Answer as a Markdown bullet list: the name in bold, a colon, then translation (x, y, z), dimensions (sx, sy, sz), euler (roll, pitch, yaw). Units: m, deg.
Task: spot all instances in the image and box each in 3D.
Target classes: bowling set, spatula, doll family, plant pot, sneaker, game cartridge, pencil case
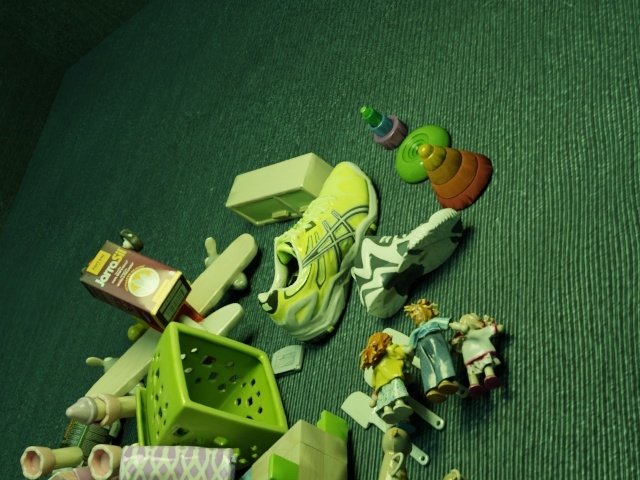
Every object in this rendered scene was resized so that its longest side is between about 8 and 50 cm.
- **bowling set**: translation (0.163, 0.386, 1.195), dimensions (0.287, 0.200, 0.154), euler (96, -178, -49)
- **spatula**: translation (0.134, 0.251, 1.443), dimensions (0.168, 0.019, 0.242), euler (-57, 33, -3)
- **doll family**: translation (0.151, 0.181, 1.365), dimensions (0.263, 0.118, 0.163), euler (-35, 41, 26)
- **plant pot**: translation (-0.222, 0.321, 1.654), dimensions (0.207, 0.227, 0.228), euler (-53, 32, 24)
- **sneaker**: translation (0.138, 0.009, 1.573), dimensions (0.235, 0.094, 0.153), euler (-56, 40, 19)
- **game cartridge**: translation (-0.063, 0.232, 1.714), dimensions (0.083, 0.017, 0.056), euler (-21, 50, 42)
- **pencil case**: translation (-0.243, 0.398, 1.508), dimensions (0.086, 0.206, 0.088), euler (92, 180, -47)
- **sneaker**: translation (0.000, 0.000, 1.712), dimensions (0.145, 0.147, 0.384), euler (-16, 49, 47)

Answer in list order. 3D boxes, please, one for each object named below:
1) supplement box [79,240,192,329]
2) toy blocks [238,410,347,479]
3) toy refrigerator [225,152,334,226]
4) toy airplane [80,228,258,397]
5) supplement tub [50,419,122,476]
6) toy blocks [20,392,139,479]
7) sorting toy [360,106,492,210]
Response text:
- **supplement box**: translation (-0.368, 0.089, 1.766), dimensions (0.188, 0.080, 0.104), euler (21, 66, 20)
- **toy blocks**: translation (-0.071, 0.478, 1.391), dimensions (0.261, 0.191, 0.381), euler (-48, 23, 29)
- **toy refrigerator**: translation (-0.083, -0.104, 1.948), dimensions (0.270, 0.102, 0.094), euler (-11, 54, 47)
- **toy airplane**: translation (-0.316, 0.172, 1.916), dimensions (0.386, 0.272, 0.384), euler (-8, 59, 4)
- **supplement tub**: translation (-0.529, 0.463, 2.020), dimensions (0.117, 0.117, 0.190), euler (-7, 57, 50)
- **toy blocks**: translation (-0.451, 0.480, 1.669), dimensions (0.289, 0.260, 0.309), euler (-39, 66, 24)
- **sorting toy**: translation (0.172, -0.183, 1.669), dimensions (0.127, 0.126, 0.365), euler (-53, 34, 6)
